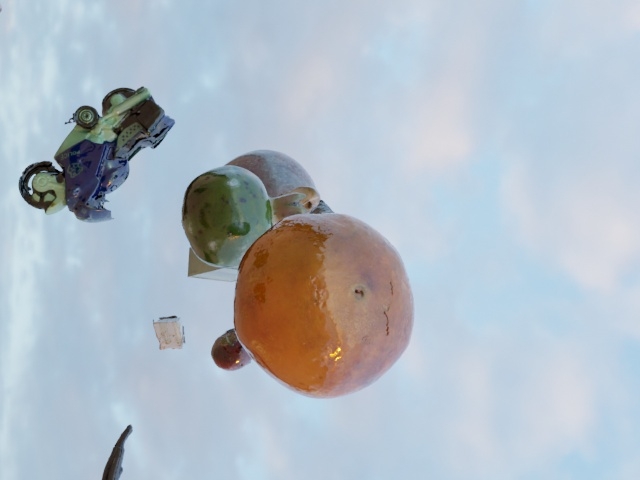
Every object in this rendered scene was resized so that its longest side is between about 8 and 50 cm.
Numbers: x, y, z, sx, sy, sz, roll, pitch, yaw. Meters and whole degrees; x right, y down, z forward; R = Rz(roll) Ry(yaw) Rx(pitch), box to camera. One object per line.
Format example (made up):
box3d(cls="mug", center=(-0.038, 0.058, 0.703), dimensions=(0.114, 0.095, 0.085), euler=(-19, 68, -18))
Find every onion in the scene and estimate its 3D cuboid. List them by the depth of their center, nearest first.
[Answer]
box3d(cls="onion", center=(-0.188, 0.241, 2.224), dimensions=(0.107, 0.107, 0.097), euler=(28, -29, 59))

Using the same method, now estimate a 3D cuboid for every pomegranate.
box3d(cls="pomegranate", center=(-0.135, -0.046, 1.801), dimensions=(0.187, 0.225, 0.187), euler=(173, -90, -81))

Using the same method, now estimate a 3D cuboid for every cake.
box3d(cls="cake", center=(-0.278, 0.167, 1.855), dimensions=(0.121, 0.052, 0.065), euler=(118, -31, -82))

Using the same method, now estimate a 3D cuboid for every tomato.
box3d(cls="tomato", center=(-0.158, -0.093, 2.766), dimensions=(0.282, 0.317, 0.316), euler=(48, 33, -69))

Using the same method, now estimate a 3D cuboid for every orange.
box3d(cls="orange", center=(0.006, 0.094, 1.519), dimensions=(0.226, 0.284, 0.284), euler=(-24, -113, 57))

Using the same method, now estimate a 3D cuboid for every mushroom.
box3d(cls="mushroom", center=(-0.079, -0.061, 2.374), dimensions=(0.210, 0.094, 0.072), euler=(-41, -115, 22))

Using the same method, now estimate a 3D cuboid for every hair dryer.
box3d(cls="hair dryer", center=(-0.352, 0.443, 1.843), dimensions=(0.075, 0.195, 0.219), euler=(107, -10, -66))

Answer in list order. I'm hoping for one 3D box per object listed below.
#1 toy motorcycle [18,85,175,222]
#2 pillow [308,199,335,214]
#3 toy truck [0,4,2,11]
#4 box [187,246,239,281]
box3d(cls="toy motorcycle", center=(-0.435, -0.162, 2.023), dimensions=(0.196, 0.331, 0.125), euler=(43, -14, 5))
box3d(cls="pillow", center=(0.000, 0.000, 2.073), dimensions=(0.141, 0.055, 0.208), euler=(-49, -152, 5))
box3d(cls="toy truck", center=(-0.725, -0.522, 1.762), dimensions=(0.146, 0.175, 0.367), euler=(-7, -58, 48))
box3d(cls="box", center=(-0.231, 0.048, 2.550), dimensions=(0.225, 0.129, 0.086), euler=(-13, -108, 59))
